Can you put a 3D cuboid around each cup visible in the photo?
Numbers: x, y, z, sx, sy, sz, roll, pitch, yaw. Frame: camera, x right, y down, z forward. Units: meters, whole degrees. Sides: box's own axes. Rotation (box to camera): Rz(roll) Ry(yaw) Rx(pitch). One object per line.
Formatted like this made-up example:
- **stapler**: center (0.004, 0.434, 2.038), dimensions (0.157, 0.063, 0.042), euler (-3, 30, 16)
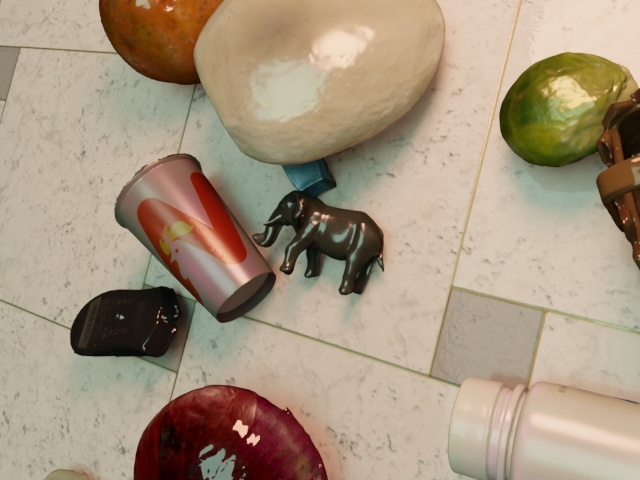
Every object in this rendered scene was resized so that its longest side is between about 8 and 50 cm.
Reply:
- **cup**: center (-0.222, 0.003, 1.135), dimensions (0.203, 0.203, 0.288), euler (-47, 71, 14)

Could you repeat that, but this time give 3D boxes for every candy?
- **candy**: center (-0.006, -0.322, 1.029), dimensions (0.427, 0.186, 0.386), euler (-14, 66, 6)

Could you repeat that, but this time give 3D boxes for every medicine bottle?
- **medicine bottle**: center (0.325, 0.277, 0.791), dimensions (0.293, 0.170, 0.170), euler (7, 85, 28)

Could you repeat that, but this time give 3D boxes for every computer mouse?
- **computer mouse**: center (-0.384, 0.173, 1.241), dimensions (0.264, 0.088, 0.147), euler (-7, 60, 27)

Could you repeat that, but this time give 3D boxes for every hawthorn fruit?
- **hawthorn fruit**: center (-0.313, -0.456, 1.190), dimensions (0.277, 0.298, 0.277), euler (-16, 64, 36)

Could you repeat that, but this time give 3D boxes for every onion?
- **onion**: center (-0.163, 0.414, 0.968), dimensions (0.348, 0.285, 0.347), euler (1, 95, 16)

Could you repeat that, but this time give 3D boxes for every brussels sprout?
- **brussels sprout**: center (0.349, -0.191, 0.874), dimensions (0.181, 0.143, 0.161), euler (-25, 27, 4)

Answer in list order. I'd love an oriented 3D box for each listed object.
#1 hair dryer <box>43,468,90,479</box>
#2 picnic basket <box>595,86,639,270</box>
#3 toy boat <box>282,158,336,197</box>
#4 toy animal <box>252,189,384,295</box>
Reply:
- **hair dryer**: center (-0.486, 0.605, 1.246), dimensions (0.206, 0.075, 0.237), euler (10, 94, 23)
- **picnic basket**: center (0.466, -0.071, 0.695), dimensions (0.254, 0.321, 0.291), euler (-19, 71, 28)
- **toy boat**: center (-0.036, -0.166, 1.129), dimensions (0.075, 0.077, 0.185), euler (-32, 77, 19)
- **toy animal**: center (0.000, -0.001, 1.061), dimensions (0.245, 0.114, 0.146), euler (16, 96, 8)
